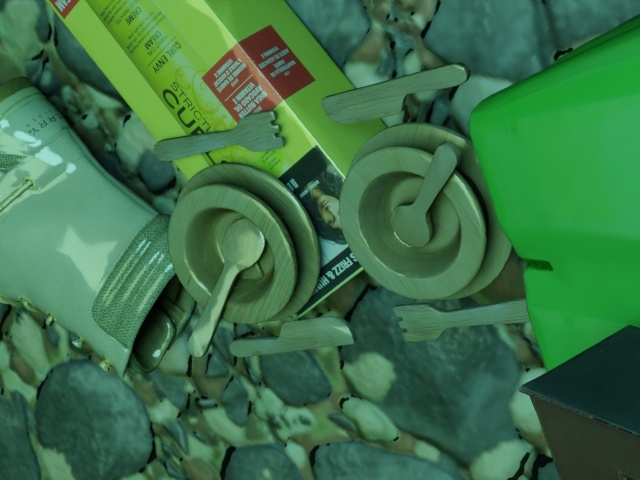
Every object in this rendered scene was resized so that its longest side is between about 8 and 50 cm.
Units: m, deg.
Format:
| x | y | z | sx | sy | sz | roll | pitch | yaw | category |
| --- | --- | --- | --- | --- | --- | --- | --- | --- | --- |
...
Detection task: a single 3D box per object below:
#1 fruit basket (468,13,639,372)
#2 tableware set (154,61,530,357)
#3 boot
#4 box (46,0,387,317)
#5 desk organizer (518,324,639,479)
| x | y | z | sx | sy | sz | roll | pitch | yaw | category |
| --- | --- | --- | --- | --- | --- | --- | --- | --- | --- |
| 0.254 | 0.053 | 0.476 | 0.392 | 0.283 | 0.392 | 29 | 134 | 35 | fruit basket |
| 0.000 | 0.000 | 0.705 | 0.194 | 0.039 | 0.128 | -10 | 106 | 35 | tableware set |
| -0.166 | 0.030 | 0.883 | 0.165 | 0.077 | 0.213 | 39 | 125 | 9 | boot |
| -0.045 | -0.080 | 0.758 | 0.087 | 0.058 | 0.232 | -38 | 89 | 39 | box |
| 0.117 | 0.067 | 0.430 | 0.130 | 0.047 | 0.050 | 16 | 130 | 66 | desk organizer |
